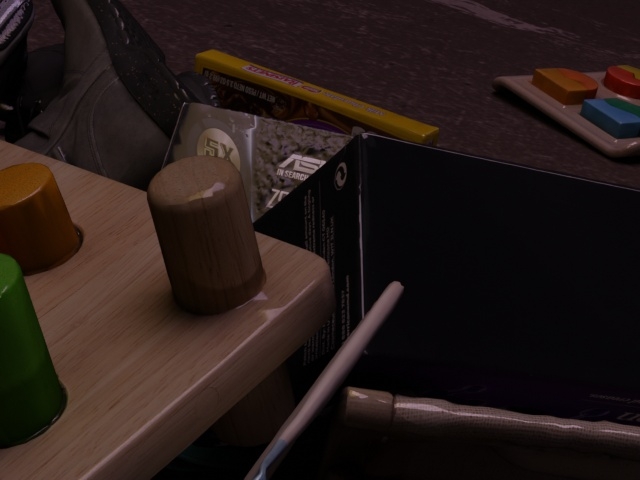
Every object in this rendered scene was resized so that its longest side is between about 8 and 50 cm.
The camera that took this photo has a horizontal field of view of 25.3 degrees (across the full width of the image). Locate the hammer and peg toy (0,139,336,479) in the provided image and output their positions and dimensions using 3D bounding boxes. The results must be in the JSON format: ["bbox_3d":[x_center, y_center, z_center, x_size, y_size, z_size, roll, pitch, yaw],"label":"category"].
[{"bbox_3d":[-0.203,0.073,0.527,0.266,0.127,0.361,20,45,38],"label":"hammer and peg toy"}]

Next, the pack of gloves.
[{"bbox_3d":[-0.046,0.142,0.463,0.046,0.195,0.232,37,36,2],"label":"pack of gloves"}]

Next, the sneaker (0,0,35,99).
[{"bbox_3d":[-0.275,-0.082,1.010,0.083,0.098,0.224,33,65,11],"label":"sneaker"}]

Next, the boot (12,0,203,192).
[{"bbox_3d":[-0.177,-0.085,0.965,0.083,0.161,0.246,47,4,-44],"label":"boot"}]

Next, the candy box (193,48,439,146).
[{"bbox_3d":[-0.012,-0.064,1.061,0.205,0.105,0.027,22,30,28],"label":"candy box"}]

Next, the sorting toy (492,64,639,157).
[{"bbox_3d":[0.306,-0.137,1.432,0.193,0.038,0.208,-7,28,-32],"label":"sorting toy"}]

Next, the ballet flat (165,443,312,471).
[{"bbox_3d":[-0.099,0.077,0.746,0.247,0.083,0.087,0,10,-26],"label":"ballet flat"}]

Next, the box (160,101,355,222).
[{"bbox_3d":[0.000,0.000,0.857,0.180,0.147,0.078,12,67,8],"label":"box"}]

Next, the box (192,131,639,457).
[{"bbox_3d":[0.092,0.048,0.687,0.261,0.103,0.184,9,-20,-24],"label":"box"}]

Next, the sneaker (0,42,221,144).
[{"bbox_3d":[-0.163,-0.080,1.075,0.130,0.109,0.286,-16,26,-28],"label":"sneaker"}]

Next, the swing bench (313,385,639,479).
[{"bbox_3d":[0.126,0.157,0.536,0.253,0.165,0.255,6,23,-5],"label":"swing bench"}]
